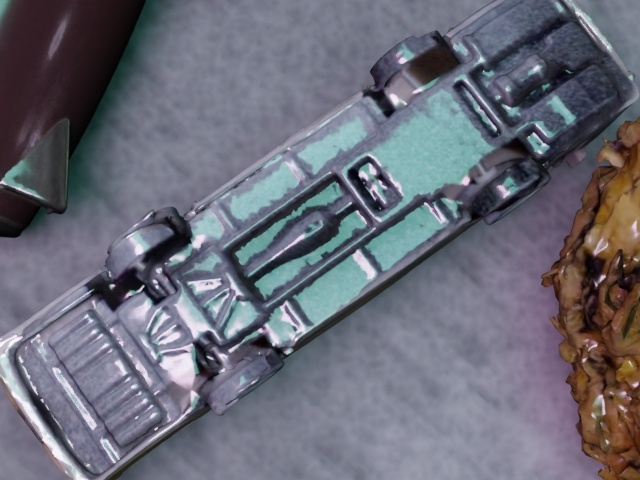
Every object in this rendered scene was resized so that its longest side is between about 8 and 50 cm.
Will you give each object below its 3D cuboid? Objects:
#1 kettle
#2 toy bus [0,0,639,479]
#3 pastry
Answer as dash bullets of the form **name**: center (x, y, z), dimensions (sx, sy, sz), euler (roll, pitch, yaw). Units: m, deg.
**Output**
- **kettle**: center (-0.189, -0.124, 0.639), dimensions (0.202, 0.144, 0.232), euler (16, 82, 14)
- **toy bus**: center (0.000, 0.000, 0.641), dimensions (0.342, 0.138, 0.097), euler (-35, 82, -11)
- **pastry**: center (0.245, 0.039, 0.620), dimensions (0.274, 0.193, 0.275), euler (-10, 113, -24)
